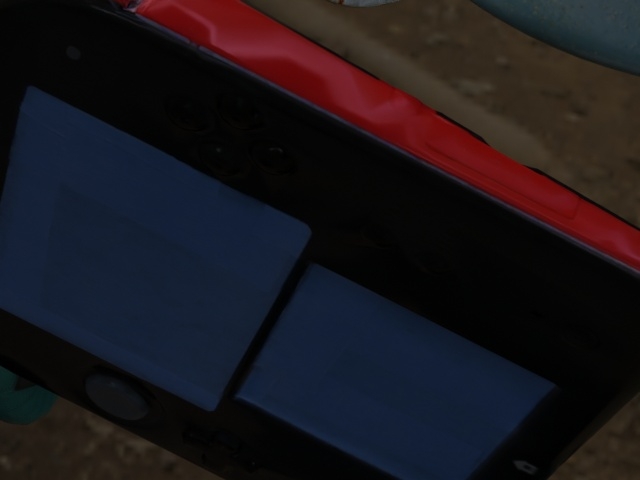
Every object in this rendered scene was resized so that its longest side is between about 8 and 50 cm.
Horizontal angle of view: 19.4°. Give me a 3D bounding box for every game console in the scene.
[{"bbox_3d":[-0.028,0.032,0.938,0.342,0.386,0.060,31,60,1],"label":"game console"}]

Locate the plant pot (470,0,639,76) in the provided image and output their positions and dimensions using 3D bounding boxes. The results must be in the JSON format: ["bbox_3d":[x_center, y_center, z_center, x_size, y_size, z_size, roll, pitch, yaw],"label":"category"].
[{"bbox_3d":[0.189,-0.234,1.165,0.252,0.248,0.247,8,16,0],"label":"plant pot"}]

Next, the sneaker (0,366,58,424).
[{"bbox_3d":[-0.194,0.026,1.435,0.121,0.302,0.108,26,29,24],"label":"sneaker"}]

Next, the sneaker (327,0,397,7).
[{"bbox_3d":[-0.018,-0.270,1.710,0.214,0.084,0.083,21,2,3],"label":"sneaker"}]
